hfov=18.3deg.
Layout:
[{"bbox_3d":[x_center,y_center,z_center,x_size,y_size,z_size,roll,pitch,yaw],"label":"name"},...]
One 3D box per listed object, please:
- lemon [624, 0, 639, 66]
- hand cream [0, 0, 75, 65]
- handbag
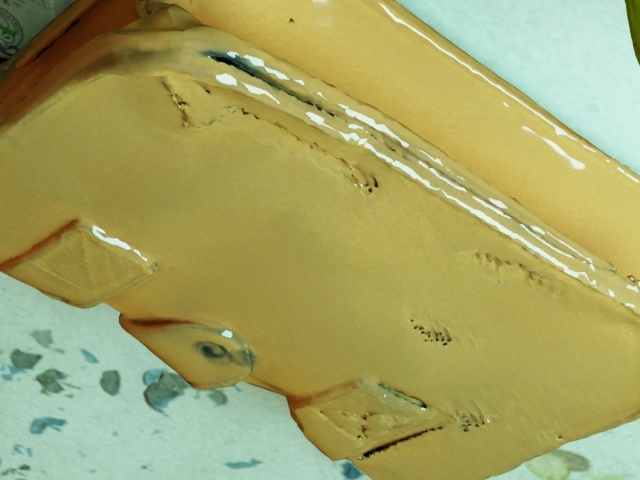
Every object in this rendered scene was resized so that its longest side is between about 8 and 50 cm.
[{"bbox_3d":[0.235,-0.121,0.909,0.203,0.178,0.178,3,139,15],"label":"lemon"},{"bbox_3d":[-0.189,-0.195,1.070,0.121,0.076,0.336,15,148,10],"label":"hand cream"},{"bbox_3d":[0.000,0.000,1.159,0.410,0.116,0.303,32,139,-24],"label":"handbag"}]
